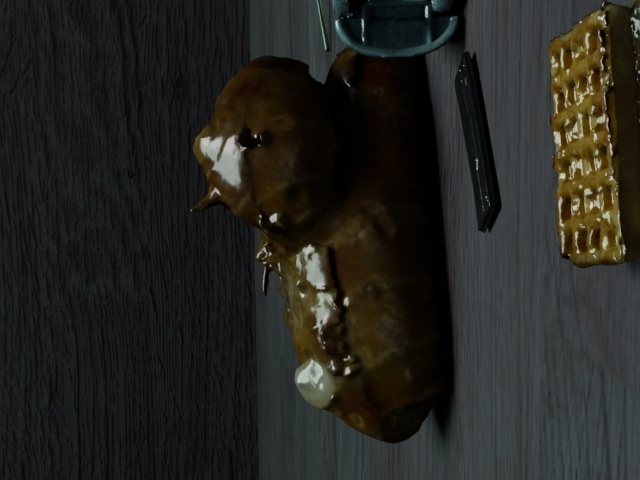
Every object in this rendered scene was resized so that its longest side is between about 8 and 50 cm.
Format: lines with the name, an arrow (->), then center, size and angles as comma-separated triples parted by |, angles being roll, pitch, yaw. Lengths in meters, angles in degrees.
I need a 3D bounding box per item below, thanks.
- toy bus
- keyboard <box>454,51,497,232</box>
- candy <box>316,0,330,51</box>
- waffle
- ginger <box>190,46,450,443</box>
toy bus -> 0.065, -0.297, 1.252 | 0.120, 0.121, 0.265 | -86, -6, -86
keyboard -> 0.132, -0.085, 1.176 | 0.053, 0.010, 0.155 | 102, 163, -64
candy -> -0.005, -0.372, 1.974 | 0.061, 0.061, 0.202 | -150, 50, -80
waffle -> 0.170, -0.059, 0.804 | 0.102, 0.042, 0.148 | 156, 112, -80
ginger -> 0.000, 0.000, 1.372 | 0.176, 0.254, 0.418 | 162, 100, -76
